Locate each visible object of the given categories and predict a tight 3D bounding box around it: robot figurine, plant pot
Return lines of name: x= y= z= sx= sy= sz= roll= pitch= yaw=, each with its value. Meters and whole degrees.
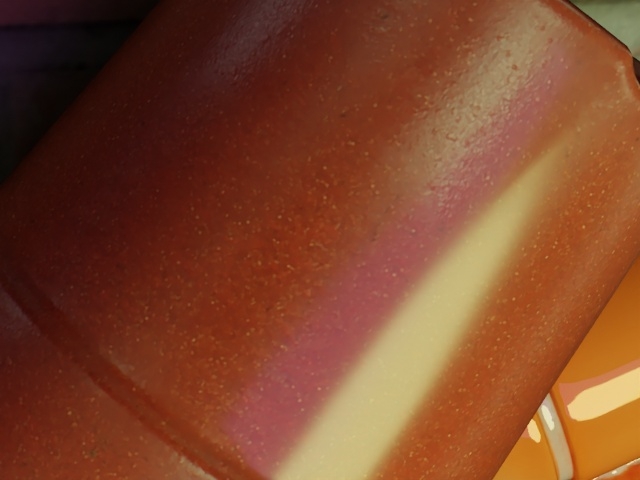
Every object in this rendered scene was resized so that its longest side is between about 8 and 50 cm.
robot figurine: x=0.134 y=0.051 z=0.813 sx=0.219 sy=0.128 sz=0.158 roll=-24 pitch=134 yaw=-3
plant pot: x=0.000 y=0.000 z=0.651 sx=0.272 sy=0.272 sz=0.265 roll=30 pitch=102 yaw=-35
